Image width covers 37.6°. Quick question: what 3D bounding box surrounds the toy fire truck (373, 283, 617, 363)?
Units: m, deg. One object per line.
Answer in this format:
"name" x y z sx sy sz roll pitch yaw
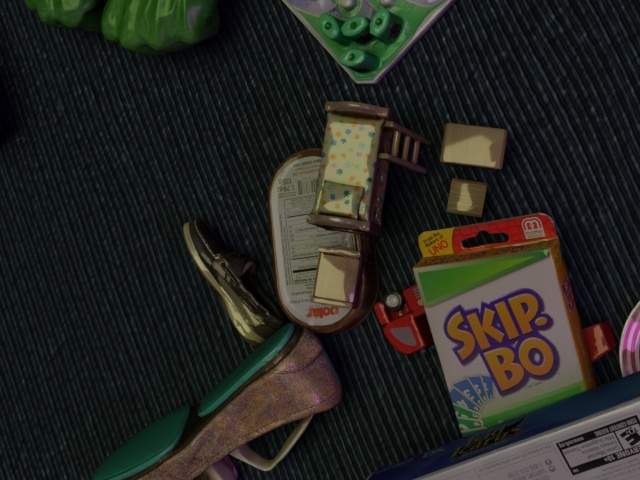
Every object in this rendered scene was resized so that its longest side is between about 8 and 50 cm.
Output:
"toy fire truck" 0.155 0.079 0.862 0.192 0.047 0.135 -28 78 24

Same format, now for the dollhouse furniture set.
"dollhouse furniture set" 0.075 -0.021 0.851 0.161 0.101 0.182 8 88 13

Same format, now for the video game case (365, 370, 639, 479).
"video game case" 0.204 0.267 0.788 0.269 0.061 0.244 -26 95 23

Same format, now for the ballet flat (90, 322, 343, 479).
"ballet flat" -0.104 0.208 0.959 0.316 0.107 0.106 -37 102 25

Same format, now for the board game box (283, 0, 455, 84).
"board game box" 0.051 -0.423 0.927 0.390 0.050 0.390 -45 70 18

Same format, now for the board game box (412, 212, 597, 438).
"board game box" 0.168 0.108 0.810 0.124 0.039 0.259 -10 103 30

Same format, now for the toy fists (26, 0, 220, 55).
"toy fists" -0.219 -0.284 1.029 0.279 0.096 0.142 22 97 28

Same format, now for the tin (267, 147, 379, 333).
"tin" 0.000 0.000 0.948 0.106 0.040 0.189 -9 85 30

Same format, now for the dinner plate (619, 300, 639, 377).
"dinner plate" 0.326 0.098 0.795 0.141 0.017 0.141 -1 88 25

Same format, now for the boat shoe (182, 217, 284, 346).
"boat shoe" -0.088 0.036 0.983 0.049 0.056 0.152 -35 83 16
